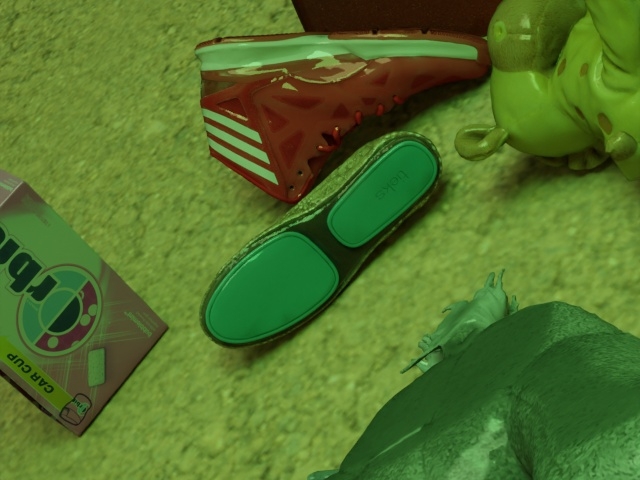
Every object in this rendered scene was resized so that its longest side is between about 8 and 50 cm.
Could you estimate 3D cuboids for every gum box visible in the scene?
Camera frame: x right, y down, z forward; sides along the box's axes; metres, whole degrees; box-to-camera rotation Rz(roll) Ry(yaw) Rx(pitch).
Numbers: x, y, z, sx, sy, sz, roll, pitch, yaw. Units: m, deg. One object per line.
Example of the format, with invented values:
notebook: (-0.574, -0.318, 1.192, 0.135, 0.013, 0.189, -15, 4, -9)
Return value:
gum box: (-0.210, 0.041, 1.073, 0.062, 0.188, 0.107, 22, 68, 48)

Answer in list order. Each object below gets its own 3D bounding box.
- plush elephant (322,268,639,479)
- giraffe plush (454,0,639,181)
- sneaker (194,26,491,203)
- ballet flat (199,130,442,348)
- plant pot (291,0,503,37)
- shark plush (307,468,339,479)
plush elephant: (0.118, 0.172, 0.636, 0.272, 0.255, 0.330, -35, 7, 19)
giraffe plush: (0.179, -0.113, 0.959, 0.170, 0.181, 0.210, 1, 88, 52)
sneaker: (0.019, -0.094, 1.124, 0.221, 0.128, 0.087, -1, 9, 8)
ballet flat: (0.000, 0.000, 1.056, 0.206, 0.073, 0.067, -38, 11, -1)
plant pot: (0.079, -0.325, 1.155, 0.267, 0.236, 0.267, -14, 46, 30)
shark plush: (0.067, 0.128, 0.862, 0.161, 0.067, 0.073, 4, 56, 41)
